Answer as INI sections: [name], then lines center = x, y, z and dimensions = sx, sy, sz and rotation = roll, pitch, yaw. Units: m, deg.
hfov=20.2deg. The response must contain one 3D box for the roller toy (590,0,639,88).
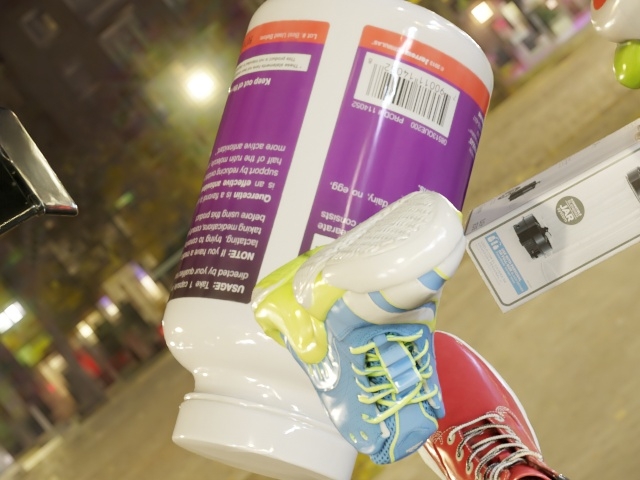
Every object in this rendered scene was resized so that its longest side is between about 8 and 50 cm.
[roller toy]
center = 0.302, -0.224, 1.358
dimensions = 0.209, 0.146, 0.191
rotation = 111, 176, -55

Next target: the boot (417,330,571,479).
[boot]
center = 0.127, 0.150, 1.317
dimensions = 0.088, 0.244, 0.176
rotation = -28, -23, -5

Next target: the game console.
[game console]
center = -0.284, -0.055, 1.547
dimensions = 0.107, 0.122, 0.071
rotation = -32, -14, -16

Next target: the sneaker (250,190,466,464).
[sneaker]
center = 0.042, 0.051, 0.957
dimensions = 0.091, 0.126, 0.240
rotation = -32, 2, -15

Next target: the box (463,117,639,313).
[box]
center = 0.289, -0.048, 1.782
dimensions = 0.290, 0.087, 0.169
rotation = -30, 6, 11

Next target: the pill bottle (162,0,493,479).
[pill bottle]
center = 0.000, 0.000, 1.247
dimensions = 0.181, 0.181, 0.323
rotation = 147, 140, -72
